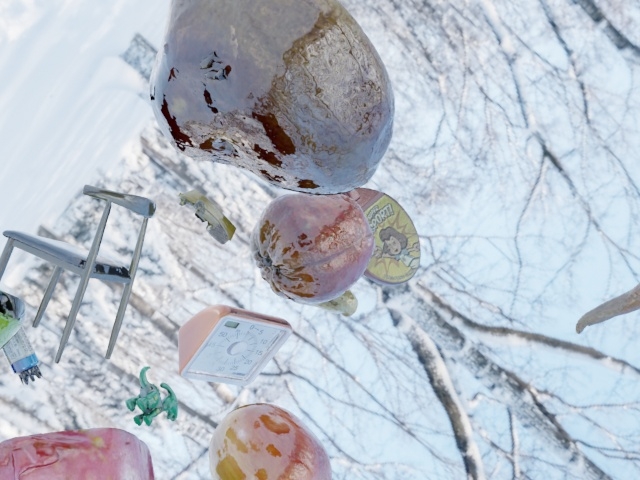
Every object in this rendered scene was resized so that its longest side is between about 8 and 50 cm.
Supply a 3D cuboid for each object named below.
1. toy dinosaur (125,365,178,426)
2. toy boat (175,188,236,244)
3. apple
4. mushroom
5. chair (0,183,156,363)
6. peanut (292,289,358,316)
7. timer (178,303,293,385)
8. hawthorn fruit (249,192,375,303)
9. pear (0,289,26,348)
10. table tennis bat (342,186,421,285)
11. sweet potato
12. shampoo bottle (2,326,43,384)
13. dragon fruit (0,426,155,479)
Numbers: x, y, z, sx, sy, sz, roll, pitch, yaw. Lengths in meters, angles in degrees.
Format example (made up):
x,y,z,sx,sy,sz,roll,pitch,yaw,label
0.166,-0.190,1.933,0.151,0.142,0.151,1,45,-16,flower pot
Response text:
x,y,z,sx,sy,sz,roll,pitch,yaw,label
-0.336,0.317,1.374,0.059,0.132,0.096,-10,-168,37,toy dinosaur
-0.230,-0.051,1.375,0.049,0.149,0.047,-51,-151,-14,toy boat
-0.105,0.457,1.417,0.242,0.242,0.241,-49,-127,5,apple
-0.062,-0.217,0.854,0.345,0.345,0.260,-22,-144,58,mushroom
-0.388,0.035,1.078,0.188,0.166,0.272,40,71,-77,chair
0.005,0.156,1.947,0.099,0.214,0.100,21,90,-78,peanut
-0.244,0.277,1.933,0.250,0.257,0.161,-40,-131,31,timer
-0.019,0.007,1.473,0.261,0.258,0.258,-38,-164,-4,hawthorn fruit
-0.707,0.132,1.129,0.399,0.398,0.165,-24,-129,56,pear
0.135,-0.056,1.935,0.268,0.415,0.051,-39,-176,-38,table tennis bat
0.543,0.106,1.189,0.214,0.050,0.050,-31,-156,29,sweet potato
-0.653,0.222,1.458,0.087,0.183,0.050,-24,-178,40,shampoo bottle
-0.349,0.410,0.816,0.249,0.370,0.386,58,-40,35,dragon fruit
